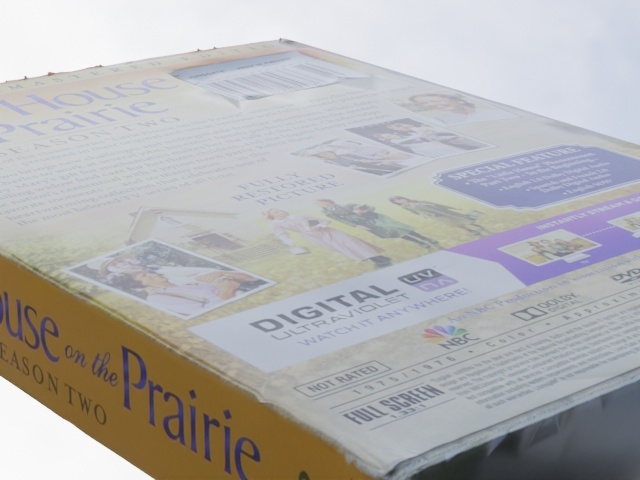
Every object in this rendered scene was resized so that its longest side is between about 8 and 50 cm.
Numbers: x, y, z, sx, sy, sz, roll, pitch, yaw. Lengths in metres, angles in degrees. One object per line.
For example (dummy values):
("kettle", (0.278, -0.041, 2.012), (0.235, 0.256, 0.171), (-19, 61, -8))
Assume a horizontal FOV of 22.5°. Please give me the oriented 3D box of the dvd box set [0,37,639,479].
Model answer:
("dvd box set", (0.000, 0.000, 0.681), (0.420, 0.307, 0.062), (23, -61, 45))
